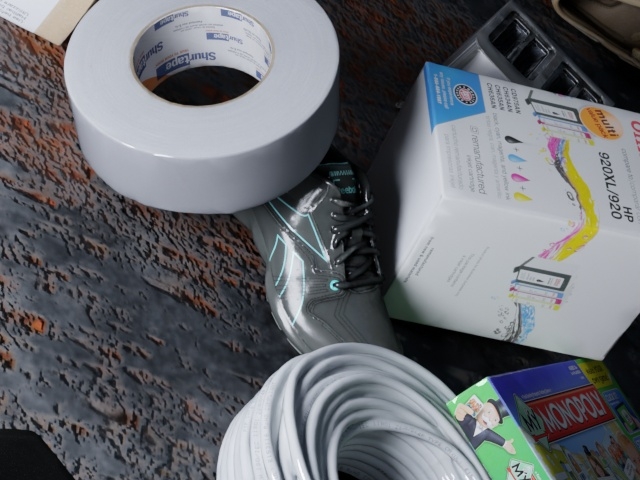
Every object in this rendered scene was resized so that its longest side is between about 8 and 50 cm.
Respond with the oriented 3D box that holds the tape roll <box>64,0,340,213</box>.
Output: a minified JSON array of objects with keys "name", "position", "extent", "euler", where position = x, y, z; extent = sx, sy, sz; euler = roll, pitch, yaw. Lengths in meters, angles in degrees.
[{"name":"tape roll","position":[-0.093,-0.126,1.218],"extent":[0.219,0.072,0.219],"euler":[-1,52,1]}]

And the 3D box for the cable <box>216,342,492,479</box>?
[{"name":"cable","position":[0.043,0.203,1.130],"extent":[0.257,0.089,0.257],"euler":[50,36,5]}]

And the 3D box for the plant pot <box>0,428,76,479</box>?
[{"name":"plant pot","position":[-0.201,0.211,0.826],"extent":[0.187,0.188,0.167],"euler":[50,24,5]}]

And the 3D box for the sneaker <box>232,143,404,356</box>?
[{"name":"sneaker","position":[0.000,0.000,1.259],"extent":[0.101,0.106,0.267],"euler":[-12,67,-50]}]

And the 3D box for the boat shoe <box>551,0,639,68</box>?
[{"name":"boat shoe","position":[0.435,-0.253,1.906],"extent":[0.341,0.121,0.110],"euler":[25,46,-11]}]

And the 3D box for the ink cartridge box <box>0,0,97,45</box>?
[{"name":"ink cartridge box","position":[-0.290,-0.299,1.267],"extent":[0.235,0.088,0.193],"euler":[27,43,-25]}]

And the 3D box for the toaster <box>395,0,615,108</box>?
[{"name":"toaster","position":[0.201,-0.146,1.579],"extent":[0.168,0.110,0.185],"euler":[45,37,-1]}]

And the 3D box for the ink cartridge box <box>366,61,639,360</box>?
[{"name":"ink cartridge box","position":[0.178,-0.024,1.354],"extent":[0.233,0.168,0.171],"euler":[12,46,-16]}]

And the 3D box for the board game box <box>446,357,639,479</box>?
[{"name":"board game box","position":[0.234,0.205,1.272],"extent":[0.213,0.046,0.317],"euler":[59,22,14]}]
